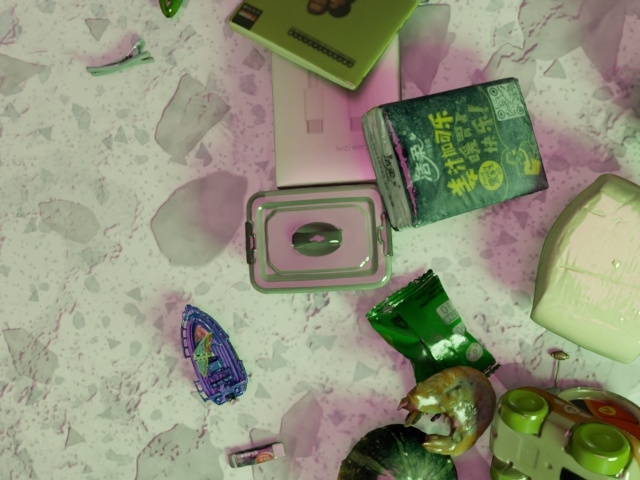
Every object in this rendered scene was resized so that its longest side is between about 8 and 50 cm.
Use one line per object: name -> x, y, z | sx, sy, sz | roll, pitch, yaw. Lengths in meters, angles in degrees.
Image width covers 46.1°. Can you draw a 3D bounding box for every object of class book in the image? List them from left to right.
book -> 0.050, -0.415, 1.177 | 0.239, 0.035, 0.352 | 30, 73, 16

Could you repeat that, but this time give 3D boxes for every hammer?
hammer -> 0.371, 0.236, 1.188 | 0.029, 0.014, 0.122 | 8, 91, 19

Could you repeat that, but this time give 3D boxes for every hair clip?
hair clip -> -0.346, -0.312, 1.295 | 0.115, 0.030, 0.039 | -17, 67, 4

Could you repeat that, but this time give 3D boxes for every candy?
candy -> 0.175, 0.164, 1.186 | 0.141, 0.078, 0.203 | -35, 89, 5

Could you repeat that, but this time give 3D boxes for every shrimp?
shrimp -> 0.194, 0.258, 1.123 | 0.188, 0.052, 0.132 | -4, 80, -29

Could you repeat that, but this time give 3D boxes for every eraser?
eraser -> -0.106, 0.356, 1.243 | 0.099, 0.019, 0.027 | -15, 86, 6

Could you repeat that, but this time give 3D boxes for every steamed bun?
steamed bun -> 0.428, 0.038, 1.117 | 0.200, 0.155, 0.250 | 24, 98, 11

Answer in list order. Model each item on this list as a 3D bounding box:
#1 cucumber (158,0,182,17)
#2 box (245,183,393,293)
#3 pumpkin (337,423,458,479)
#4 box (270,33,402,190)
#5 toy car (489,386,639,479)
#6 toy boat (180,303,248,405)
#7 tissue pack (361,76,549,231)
cucumber -> -0.232, -0.499, 1.273 | 0.056, 0.056, 0.250 | 19, 92, 8
box -> 0.000, 0.000, 1.186 | 0.227, 0.130, 0.162 | -4, 87, 6
pumpkin -> 0.117, 0.377, 1.147 | 0.190, 0.146, 0.190 | 10, 62, -20
box -> 0.029, -0.207, 1.205 | 0.203, 0.106, 0.251 | -2, 89, 6
toy car -> 0.377, 0.287, 1.098 | 0.235, 0.235, 0.145 | 6, 116, 8
toy boat -> -0.183, 0.182, 1.214 | 0.091, 0.110, 0.175 | -26, 83, 6
tissue pack -> 0.207, -0.133, 1.130 | 0.257, 0.081, 0.185 | -16, 89, -23
